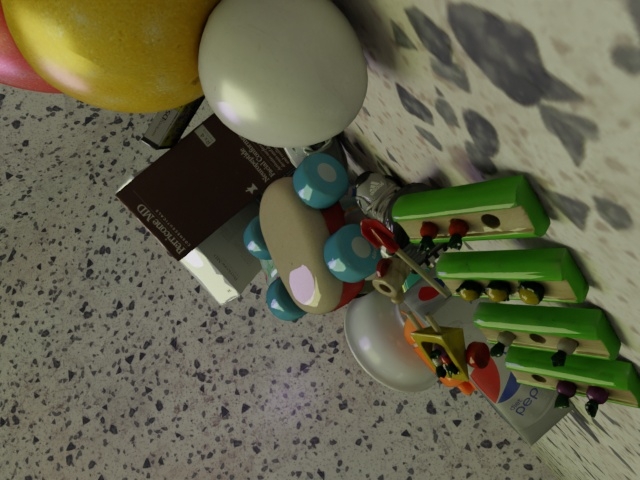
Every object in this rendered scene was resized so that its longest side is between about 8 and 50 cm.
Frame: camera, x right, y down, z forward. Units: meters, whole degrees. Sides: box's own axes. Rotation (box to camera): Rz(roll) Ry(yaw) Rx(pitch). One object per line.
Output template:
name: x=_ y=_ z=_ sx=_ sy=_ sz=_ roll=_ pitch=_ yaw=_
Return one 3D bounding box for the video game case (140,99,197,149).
video game case: x=-0.253 y=-0.293 z=0.930 sx=0.035 sy=0.248 sz=0.275 roll=32 pitch=-176 yaw=-15

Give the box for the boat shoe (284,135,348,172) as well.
boat shoe: x=-0.024 y=-0.157 z=0.676 sx=0.227 sy=0.079 sz=0.081 roll=53 pitch=-178 yaw=-32

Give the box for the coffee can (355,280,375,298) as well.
coffee can: x=0.062 y=0.038 z=1.175 sx=0.201 sy=0.201 sz=0.275 roll=49 pitch=180 yaw=4

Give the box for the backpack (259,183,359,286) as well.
backpack: x=0.000 y=0.000 z=0.920 sx=0.225 sy=0.254 sz=0.191 roll=11 pitch=-121 yaw=-88

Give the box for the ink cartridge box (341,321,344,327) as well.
ink cartridge box: x=0.185 y=0.212 z=1.457 sx=0.088 sy=0.193 sz=0.235 roll=50 pitch=-166 yaw=10

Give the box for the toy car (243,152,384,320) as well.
toy car: x=0.041 y=-0.009 z=0.739 sx=0.219 sy=0.238 sz=0.210 roll=-40 pitch=68 yaw=49

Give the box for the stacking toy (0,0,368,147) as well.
stacking toy: x=-0.169 y=-0.227 z=0.380 sx=0.480 sy=0.350 sz=0.350 roll=30 pitch=176 yaw=11

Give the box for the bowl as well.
bowl: x=0.219 y=0.214 z=1.177 sx=0.298 sy=0.298 sz=0.134 roll=49 pitch=136 yaw=14

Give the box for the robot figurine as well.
robot figurine: x=0.266 y=0.213 z=0.990 sx=0.219 sy=0.128 sz=0.158 roll=48 pitch=-174 yaw=10

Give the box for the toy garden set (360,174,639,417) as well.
toy garden set: x=0.128 y=0.065 z=0.414 sx=0.244 sy=0.049 sz=0.204 roll=49 pitch=151 yaw=-23

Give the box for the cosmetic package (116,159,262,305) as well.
cosmetic package: x=-0.287 y=-0.063 z=1.235 sx=0.377 sy=0.097 sz=0.284 roll=51 pitch=-145 yaw=-11

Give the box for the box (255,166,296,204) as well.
box: x=-0.111 y=-0.179 z=1.317 sx=0.312 sy=0.179 sz=0.343 roll=49 pitch=179 yaw=18

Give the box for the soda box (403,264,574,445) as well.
soda box: x=0.246 y=0.165 z=0.696 sx=0.286 sy=0.091 sz=0.098 roll=49 pitch=179 yaw=-19

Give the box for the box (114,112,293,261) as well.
box: x=-0.223 y=-0.153 z=1.026 sx=0.191 sy=0.381 sz=0.143 roll=49 pitch=180 yaw=-13

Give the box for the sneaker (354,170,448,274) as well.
sneaker: x=0.078 y=-0.038 z=0.546 sx=0.132 sy=0.086 sz=0.228 roll=52 pitch=-178 yaw=21

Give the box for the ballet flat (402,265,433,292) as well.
ballet flat: x=0.228 y=0.125 z=0.845 sx=0.231 sy=0.077 sz=0.077 roll=47 pitch=-164 yaw=2
